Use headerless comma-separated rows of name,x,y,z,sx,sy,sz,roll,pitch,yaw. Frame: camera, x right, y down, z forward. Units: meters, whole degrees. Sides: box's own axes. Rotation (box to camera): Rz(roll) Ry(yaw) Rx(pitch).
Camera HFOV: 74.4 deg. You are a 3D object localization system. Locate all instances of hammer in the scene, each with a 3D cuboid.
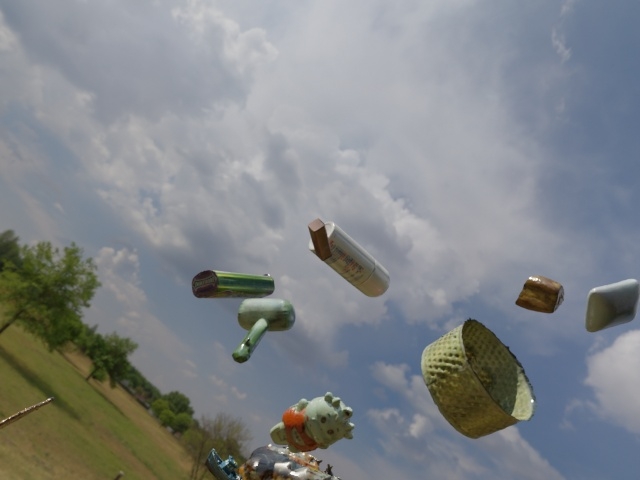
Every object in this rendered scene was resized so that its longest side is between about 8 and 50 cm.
hammer,-0.214,0.297,1.401,0.206,0.335,0.119,-4,-74,14

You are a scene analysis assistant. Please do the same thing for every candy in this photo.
candy,0.848,0.190,1.223,0.071,0.174,0.138,-140,-136,-65

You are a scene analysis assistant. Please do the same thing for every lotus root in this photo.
lotus root,0.817,0.190,1.549,0.135,0.159,0.096,24,-35,58

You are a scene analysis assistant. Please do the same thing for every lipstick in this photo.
lipstick,0.000,0.000,1.320,0.045,0.045,0.145,46,-19,39

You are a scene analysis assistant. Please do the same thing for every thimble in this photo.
thimble,0.403,0.357,1.088,0.270,0.271,0.150,42,-58,-7

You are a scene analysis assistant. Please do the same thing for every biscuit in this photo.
biscuit,-0.703,0.405,0.862,0.013,0.236,0.232,61,-14,3

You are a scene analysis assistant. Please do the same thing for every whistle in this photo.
whistle,-0.025,0.398,0.911,0.105,0.102,0.253,21,-41,-39

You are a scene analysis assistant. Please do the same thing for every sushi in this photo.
sushi,-0.064,0.799,1.358,0.416,0.176,0.417,17,-19,6

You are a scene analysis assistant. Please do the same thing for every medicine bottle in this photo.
medicine bottle,0.118,0.082,1.521,0.341,0.130,0.130,40,-28,-23

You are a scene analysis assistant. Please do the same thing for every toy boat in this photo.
toy boat,-0.269,0.645,1.197,0.137,0.061,0.060,49,-9,-12

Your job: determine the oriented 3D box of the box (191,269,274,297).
box,-0.331,0.176,1.660,0.134,0.097,0.345,-20,-17,27
